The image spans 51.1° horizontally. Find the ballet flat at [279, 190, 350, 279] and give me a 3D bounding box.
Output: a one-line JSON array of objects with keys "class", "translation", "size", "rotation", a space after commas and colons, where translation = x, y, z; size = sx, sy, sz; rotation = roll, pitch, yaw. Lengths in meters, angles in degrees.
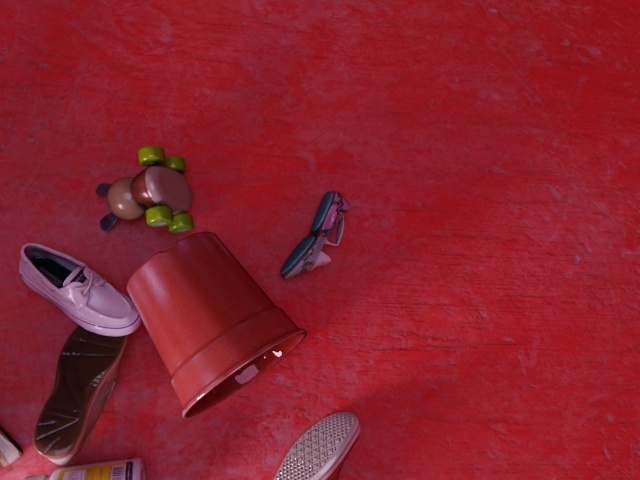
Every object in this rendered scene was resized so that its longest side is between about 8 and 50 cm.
[{"class": "ballet flat", "translation": [0.000, 0.000, 1.410], "size": [0.079, 0.077, 0.221], "rotation": [35, 75, -20]}]

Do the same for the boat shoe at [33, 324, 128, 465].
[{"class": "boat shoe", "translation": [-0.445, 0.272, 1.274], "size": [0.109, 0.098, 0.302], "rotation": [12, 59, 3]}]

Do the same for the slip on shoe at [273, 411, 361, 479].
[{"class": "slip on shoe", "translation": [-0.022, 0.481, 1.296], "size": [0.101, 0.123, 0.331], "rotation": [45, 68, -31]}]

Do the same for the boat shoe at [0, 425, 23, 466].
[{"class": "boat shoe", "translation": [-0.618, 0.365, 1.250], "size": [0.135, 0.050, 0.045], "rotation": [46, 71, 2]}]

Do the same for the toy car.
[{"class": "toy car", "translation": [-0.371, -0.084, 1.360], "size": [0.188, 0.149, 0.155], "rotation": [-15, 76, 18]}]

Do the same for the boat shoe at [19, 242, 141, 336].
[{"class": "boat shoe", "translation": [-0.462, 0.088, 1.284], "size": [0.267, 0.088, 0.096], "rotation": [32, 51, 12]}]

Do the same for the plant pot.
[{"class": "plant pot", "translation": [-0.211, 0.144, 1.260], "size": [0.272, 0.272, 0.265], "rotation": [-33, 78, -13]}]

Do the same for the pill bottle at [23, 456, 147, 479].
[{"class": "pill bottle", "translation": [-0.428, 0.468, 1.222], "size": [0.208, 0.119, 0.119], "rotation": [-4, 79, -9]}]
